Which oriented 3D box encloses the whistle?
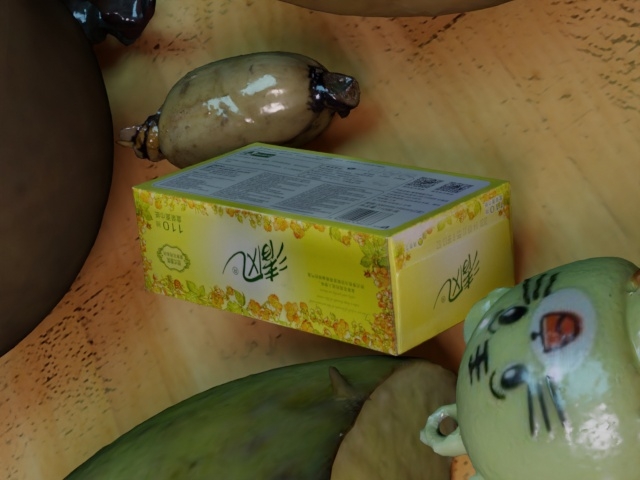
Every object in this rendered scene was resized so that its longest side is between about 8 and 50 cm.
[{"bbox_3d":[0.168,0.046,0.671,0.288,0.106,0.131,-18,43,25],"label":"whistle"}]

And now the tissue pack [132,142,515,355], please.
[{"bbox_3d":[0.000,0.000,0.836,0.176,0.062,0.095,10,24,41],"label":"tissue pack"}]

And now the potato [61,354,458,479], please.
[{"bbox_3d":[-0.080,0.174,0.766,0.255,0.112,0.269,-12,51,32],"label":"potato"}]

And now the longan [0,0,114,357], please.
[{"bbox_3d":[-0.277,-0.047,0.940,0.319,0.319,0.319,-20,49,25],"label":"longan"}]

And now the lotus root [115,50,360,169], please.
[{"bbox_3d":[-0.049,-0.072,0.949,0.152,0.072,0.063,-14,94,21],"label":"lotus root"}]

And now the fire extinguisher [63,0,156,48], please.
[{"bbox_3d":[-0.206,-0.135,1.085,0.252,0.106,0.075,-1,100,20],"label":"fire extinguisher"}]

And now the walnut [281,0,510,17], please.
[{"bbox_3d":[0.059,-0.309,0.877,0.383,0.383,0.384,-20,49,25],"label":"walnut"}]
